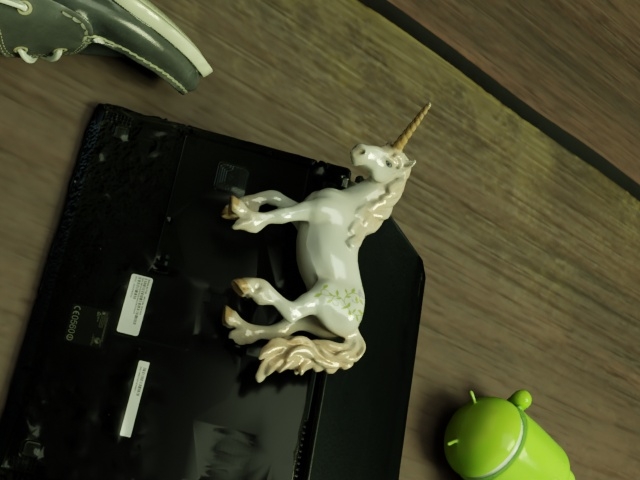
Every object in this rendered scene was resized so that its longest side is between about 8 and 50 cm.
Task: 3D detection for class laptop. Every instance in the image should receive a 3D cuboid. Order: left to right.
[{"bbox_3d":[-0.046,0.072,0.621,0.264,0.136,0.234,14,67,-10],"label":"laptop"}]

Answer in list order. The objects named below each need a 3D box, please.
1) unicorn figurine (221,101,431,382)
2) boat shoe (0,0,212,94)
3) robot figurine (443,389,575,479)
[{"bbox_3d":[0.000,0.000,0.559,0.111,0.060,0.161,3,86,-14],"label":"unicorn figurine"},{"bbox_3d":[-0.165,-0.141,0.549,0.233,0.084,0.079,27,100,-40],"label":"boat shoe"},{"bbox_3d":[0.140,0.162,0.717,0.115,0.067,0.101,41,61,-24],"label":"robot figurine"}]
